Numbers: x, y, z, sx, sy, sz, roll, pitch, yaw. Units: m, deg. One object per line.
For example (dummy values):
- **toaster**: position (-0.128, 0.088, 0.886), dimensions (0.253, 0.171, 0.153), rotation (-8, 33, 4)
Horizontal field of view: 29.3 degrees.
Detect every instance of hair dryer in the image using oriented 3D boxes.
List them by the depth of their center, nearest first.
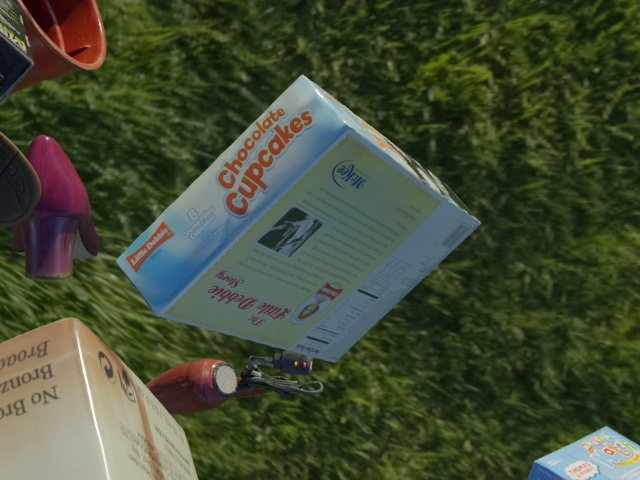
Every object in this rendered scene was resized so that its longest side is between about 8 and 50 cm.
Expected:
- **hair dryer**: position (-0.143, 0.237, 1.891), dimensions (0.293, 0.224, 0.080), rotation (-3, 68, 1)

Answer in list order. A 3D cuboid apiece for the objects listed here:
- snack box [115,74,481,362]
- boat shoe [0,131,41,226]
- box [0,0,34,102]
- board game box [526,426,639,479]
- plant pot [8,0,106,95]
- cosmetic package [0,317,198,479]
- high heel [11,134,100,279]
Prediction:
- **snack box**: position (0.000, 0.000, 0.961), dimensions (0.187, 0.322, 0.060), rotation (-44, 66, 9)
- **boat shoe**: position (-0.458, -0.118, 1.408), dimensions (0.302, 0.098, 0.109), rotation (32, 88, -34)
- **box**: position (-0.346, -0.228, 0.935), dimensions (0.060, 0.216, 0.270), rotation (-46, 118, 5)
- **board game box**: position (0.331, 0.266, 1.207), dimensions (0.160, 0.211, 0.039), rotation (-9, 122, -50)
- **plant pot**: position (-0.496, -0.312, 1.759), dimensions (0.265, 0.272, 0.272), rotation (-25, 102, 15)
- **cosmetic package**: position (-0.102, 0.198, 0.449), dimensions (0.153, 0.296, 0.129), rotation (-25, 145, 2)
- **high heel**: position (-0.362, -0.060, 1.683), dimensions (0.127, 0.377, 0.181), rotation (1, 97, -15)
